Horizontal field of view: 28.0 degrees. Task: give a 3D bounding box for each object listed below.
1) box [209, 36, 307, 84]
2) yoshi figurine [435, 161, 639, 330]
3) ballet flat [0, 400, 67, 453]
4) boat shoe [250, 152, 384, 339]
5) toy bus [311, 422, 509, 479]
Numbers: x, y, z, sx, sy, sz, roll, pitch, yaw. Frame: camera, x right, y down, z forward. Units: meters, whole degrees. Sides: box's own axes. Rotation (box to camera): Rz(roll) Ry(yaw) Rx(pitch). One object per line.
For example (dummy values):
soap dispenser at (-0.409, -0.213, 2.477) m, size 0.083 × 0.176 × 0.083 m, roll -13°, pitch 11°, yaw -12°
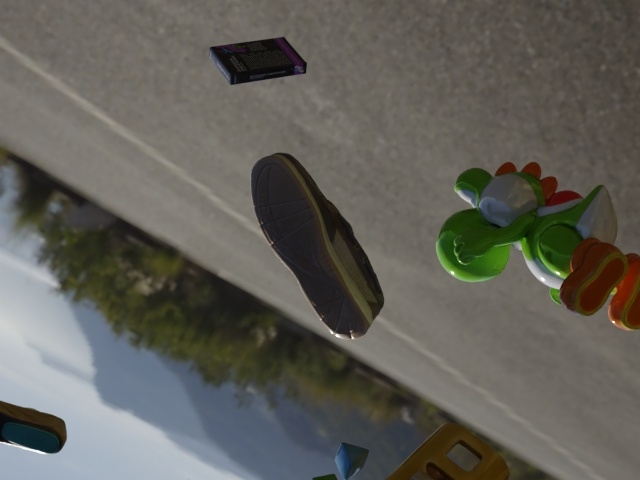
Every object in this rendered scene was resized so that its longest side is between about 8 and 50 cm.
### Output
box at (-0.123, -0.352, 2.515) m, size 0.162 × 0.029 × 0.116 m, roll -10°, pitch -141°, yaw -23°
yoshi figurine at (0.292, 0.025, 1.810) m, size 0.362 × 0.203 × 0.203 m, roll 39°, pitch 148°, yaw 51°
ballet flat at (-0.543, 0.303, 2.183) m, size 0.232 × 0.080 × 0.073 m, roll 21°, pitch -155°, yaw -9°
boat shoe at (0.000, 0.000, 1.788) m, size 0.103 × 0.092 × 0.285 m, roll -22°, pitch 103°, yaw 40°
toy bus at (0.096, 0.265, 1.250) m, size 0.191 × 0.104 × 0.202 m, roll 5°, pitch -138°, yaw -14°
